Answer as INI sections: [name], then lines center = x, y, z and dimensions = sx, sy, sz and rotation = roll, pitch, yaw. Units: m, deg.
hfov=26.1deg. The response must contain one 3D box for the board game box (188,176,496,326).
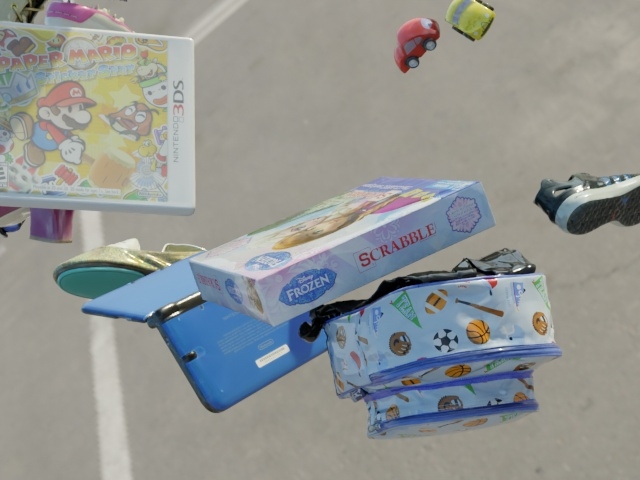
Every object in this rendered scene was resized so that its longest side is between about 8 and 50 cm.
[board game box]
center = 0.017, 0.004, 1.807
dimensions = 0.318, 0.066, 0.318
rotation = -24, 11, -18

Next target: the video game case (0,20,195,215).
[video game case]
center = -0.248, -0.132, 1.488
dimensions = 0.026, 0.227, 0.206
rotation = 130, 140, -66

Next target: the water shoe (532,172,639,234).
[water shoe]
center = 0.346, -0.061, 1.701
dimensions = 0.080, 0.203, 0.073
rotation = 41, 123, 33

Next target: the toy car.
[toy car]
center = 0.203, -0.396, 2.195
dimensions = 0.239, 0.053, 0.225
rotation = -15, 52, 56

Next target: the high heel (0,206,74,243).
[high heel]
center = -0.392, -0.070, 1.699
dimensions = 0.244, 0.117, 0.082
rotation = 12, 10, 39

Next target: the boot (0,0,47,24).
[boot]
center = -0.335, -0.259, 1.568
dimensions = 0.213, 0.077, 0.165
rotation = -5, 69, 19

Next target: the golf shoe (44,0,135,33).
[golf shoe]
center = -0.304, -0.219, 1.870
dimensions = 0.115, 0.306, 0.140
rotation = 12, 76, 12

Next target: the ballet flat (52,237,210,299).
[ballet flat]
center = -0.304, 0.051, 2.480
dimensions = 0.123, 0.348, 0.123
rotation = -174, 90, -77

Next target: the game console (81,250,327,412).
[game console]
center = -0.168, 0.130, 2.109
dimensions = 0.293, 0.250, 0.173
rotation = -26, -7, -46

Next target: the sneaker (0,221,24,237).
[sneaker]
center = -0.540, -0.054, 2.095
dimensions = 0.315, 0.182, 0.127
rotation = -48, 9, 50

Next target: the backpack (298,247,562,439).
[backpack]
center = 0.150, 0.124, 1.624
dimensions = 0.276, 0.213, 0.263
rotation = -11, -17, -21
